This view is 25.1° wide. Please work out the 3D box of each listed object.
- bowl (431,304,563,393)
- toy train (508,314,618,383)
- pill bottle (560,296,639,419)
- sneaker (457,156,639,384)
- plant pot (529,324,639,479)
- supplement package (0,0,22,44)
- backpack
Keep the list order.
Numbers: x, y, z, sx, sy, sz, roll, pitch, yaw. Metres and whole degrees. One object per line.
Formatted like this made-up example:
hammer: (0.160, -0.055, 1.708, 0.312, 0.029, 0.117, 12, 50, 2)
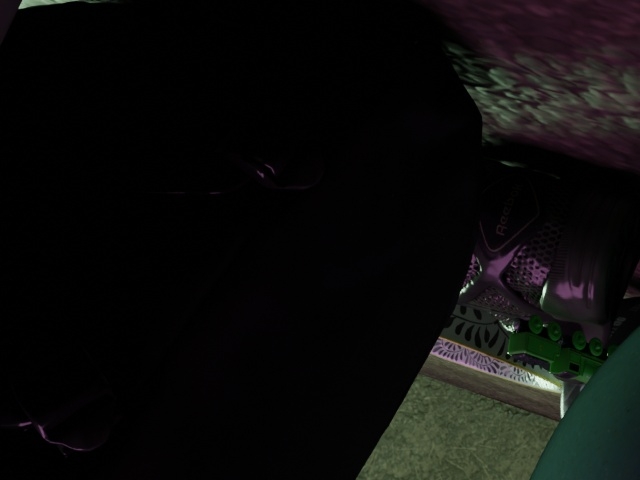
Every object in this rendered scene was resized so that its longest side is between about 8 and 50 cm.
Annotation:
bowl: (0.108, 0.044, 1.030, 0.170, 0.080, 0.170, 19, 173, 2)
toy train: (0.124, 0.057, 0.702, 0.083, 0.023, 0.017, 21, 158, -32)
pill bottle: (0.278, 0.115, 0.883, 0.130, 0.130, 0.246, 25, 171, -37)
sneaker: (0.104, 0.012, 0.778, 0.130, 0.087, 0.227, 20, 171, 18)
plant pot: (0.220, 0.102, 0.545, 0.290, 0.290, 0.195, 18, 137, 18)
supplement package: (-0.251, -0.076, 0.538, 0.149, 0.203, 0.194, 14, 167, 45)
backpack: (-0.120, 0.019, 0.671, 0.355, 0.290, 0.273, 23, 161, 34)
